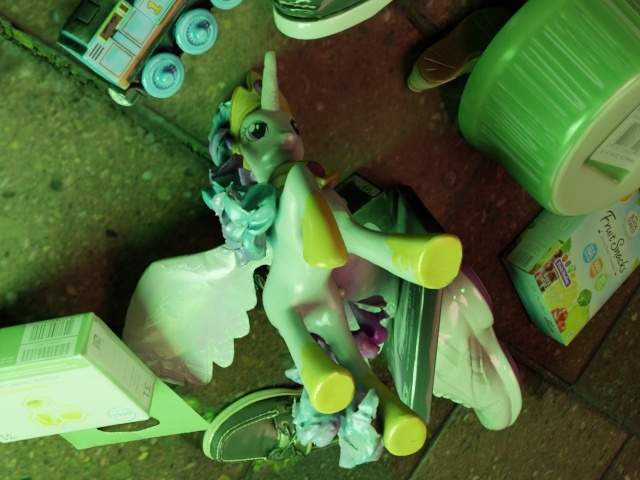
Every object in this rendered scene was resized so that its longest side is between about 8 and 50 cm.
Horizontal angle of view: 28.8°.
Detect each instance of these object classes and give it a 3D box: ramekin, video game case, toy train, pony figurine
[{"bbox_3d":[0.323,-0.168,1.429,0.303,0.148,0.303,-28,151,-17],"label":"ramekin"},{"bbox_3d":[0.097,0.059,1.345,0.026,0.274,0.196,3,102,-5],"label":"video game case"},{"bbox_3d":[-0.143,-0.209,1.099,0.105,0.080,0.184,37,88,-42],"label":"toy train"},{"bbox_3d":[-0.015,0.040,1.176,0.302,0.363,0.351,-7,123,-22],"label":"pony figurine"}]

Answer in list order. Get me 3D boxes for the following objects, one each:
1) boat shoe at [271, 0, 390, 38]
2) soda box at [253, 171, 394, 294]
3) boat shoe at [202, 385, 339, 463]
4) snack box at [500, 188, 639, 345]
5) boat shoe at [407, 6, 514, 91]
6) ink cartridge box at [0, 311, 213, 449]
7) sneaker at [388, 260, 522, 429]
[{"bbox_3d":[0.080,-0.303,1.219,0.302,0.114,0.091,-36,140,-22],"label":"boat shoe"},{"bbox_3d":[0.000,0.000,1.378,0.169,0.053,0.060,-36,134,-20],"label":"soda box"},{"bbox_3d":[-0.032,0.220,1.470,0.223,0.073,0.080,-10,121,-39],"label":"boat shoe"},{"bbox_3d":[0.358,0.013,1.705,0.207,0.070,0.174,-47,137,-13],"label":"snack box"},{"bbox_3d":[0.162,-0.214,1.404,0.153,0.048,0.056,-37,90,-25],"label":"boat shoe"},{"bbox_3d":[-0.231,0.159,1.188,0.235,0.171,0.056,55,31,-45],"label":"ink cartridge box"},{"bbox_3d":[0.165,0.153,1.606,0.152,0.114,0.305,-32,130,-6],"label":"sneaker"}]
